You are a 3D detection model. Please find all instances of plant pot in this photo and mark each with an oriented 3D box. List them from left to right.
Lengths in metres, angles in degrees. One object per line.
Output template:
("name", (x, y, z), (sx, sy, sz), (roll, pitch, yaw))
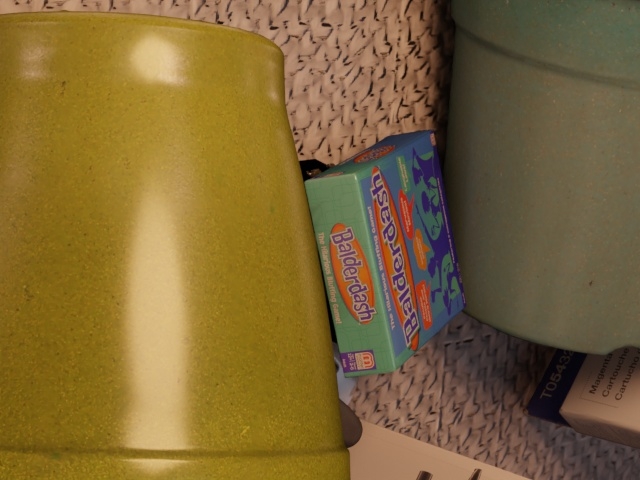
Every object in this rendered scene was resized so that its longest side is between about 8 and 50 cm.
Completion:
("plant pot", (-0.146, 0.032, 1.355), (0.366, 0.366, 0.353), (6, 86, -47))
("plant pot", (0.252, -0.095, 1.745), (0.341, 0.341, 0.334), (-11, 116, -45))

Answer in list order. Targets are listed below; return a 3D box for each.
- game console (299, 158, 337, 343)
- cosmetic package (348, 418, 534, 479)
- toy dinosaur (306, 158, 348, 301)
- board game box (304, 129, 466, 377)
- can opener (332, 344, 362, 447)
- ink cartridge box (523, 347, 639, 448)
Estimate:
("game console", (-0.030, 0.117, 1.696), (0.213, 0.044, 0.361), (26, 83, -47))
("cosmetic package", (0.088, 0.225, 1.706), (0.060, 0.239, 0.099), (35, 75, -45))
("toy dinosaur", (0.000, 0.000, 1.611), (0.268, 0.064, 0.118), (-20, 94, -65))
("board game box", (0.057, 0.006, 1.611), (0.210, 0.047, 0.160), (-34, 114, -66))
("can opener", (-0.058, 0.056, 1.563), (0.076, 0.095, 0.283), (-46, 118, -10))
("ink cartridge box", (0.364, 0.048, 1.888), (0.071, 0.330, 0.324), (40, 71, -39))
